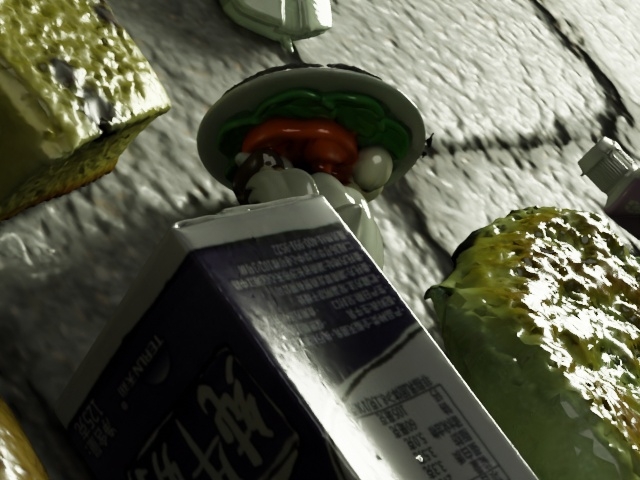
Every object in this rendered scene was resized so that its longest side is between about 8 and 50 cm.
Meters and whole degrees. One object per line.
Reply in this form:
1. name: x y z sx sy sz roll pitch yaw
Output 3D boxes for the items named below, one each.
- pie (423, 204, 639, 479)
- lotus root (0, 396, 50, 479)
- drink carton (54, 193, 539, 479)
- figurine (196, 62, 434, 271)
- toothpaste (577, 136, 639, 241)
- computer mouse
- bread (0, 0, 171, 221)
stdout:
1. pie: 0.205 0.120 0.790 0.371 0.078 0.296 49 27 21
2. lotus root: -0.163 0.116 0.467 0.169 0.141 0.314 14 32 -31
3. drink carton: 0.000 0.108 0.613 0.102 0.134 0.222 -12 58 -49
4. figurine: 0.000 0.000 0.762 0.132 0.132 0.153 15 53 -26
5. toothpaste: 0.295 0.043 1.001 0.301 0.048 0.075 45 9 2
6. computer mouse: -0.042 -0.202 0.995 0.089 0.056 0.181 3 48 -31
7. bread: -0.224 -0.181 0.723 0.361 0.077 0.138 54 26 0
